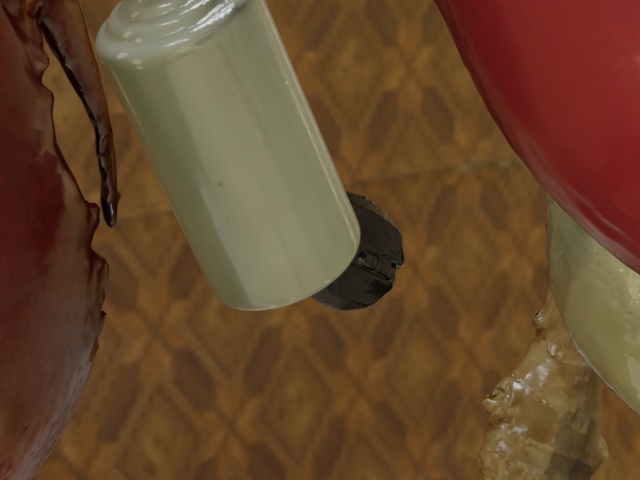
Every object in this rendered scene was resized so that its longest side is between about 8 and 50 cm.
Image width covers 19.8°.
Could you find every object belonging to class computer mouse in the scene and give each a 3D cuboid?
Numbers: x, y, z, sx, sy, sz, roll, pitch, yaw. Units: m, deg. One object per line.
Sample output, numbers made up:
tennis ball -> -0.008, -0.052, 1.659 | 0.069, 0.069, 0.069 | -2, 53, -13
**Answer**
computer mouse -> 0.000, 0.000, 1.457 | 0.172, 0.057, 0.099 | 24, 84, -26

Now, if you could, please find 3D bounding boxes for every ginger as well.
ginger -> 0.202, 0.097, 1.609 | 0.131, 0.086, 0.294 | 1, 99, -24

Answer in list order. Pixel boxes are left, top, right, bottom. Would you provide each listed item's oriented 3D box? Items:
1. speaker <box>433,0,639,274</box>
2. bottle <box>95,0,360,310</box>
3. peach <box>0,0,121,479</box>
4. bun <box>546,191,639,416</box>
speaker -> 0.175, -0.112, 0.474 | 0.294, 0.294, 0.294 | -8, 100, -55
bottle -> -0.062, -0.081, 1.091 | 0.104, 0.104, 0.245 | -53, 131, -39
peach -> -0.293, 0.006, 0.962 | 0.310, 0.335, 0.406 | -38, 139, -47
bun -> 0.242, 0.002, 1.087 | 0.259, 0.160, 0.259 | 2, 81, -12
